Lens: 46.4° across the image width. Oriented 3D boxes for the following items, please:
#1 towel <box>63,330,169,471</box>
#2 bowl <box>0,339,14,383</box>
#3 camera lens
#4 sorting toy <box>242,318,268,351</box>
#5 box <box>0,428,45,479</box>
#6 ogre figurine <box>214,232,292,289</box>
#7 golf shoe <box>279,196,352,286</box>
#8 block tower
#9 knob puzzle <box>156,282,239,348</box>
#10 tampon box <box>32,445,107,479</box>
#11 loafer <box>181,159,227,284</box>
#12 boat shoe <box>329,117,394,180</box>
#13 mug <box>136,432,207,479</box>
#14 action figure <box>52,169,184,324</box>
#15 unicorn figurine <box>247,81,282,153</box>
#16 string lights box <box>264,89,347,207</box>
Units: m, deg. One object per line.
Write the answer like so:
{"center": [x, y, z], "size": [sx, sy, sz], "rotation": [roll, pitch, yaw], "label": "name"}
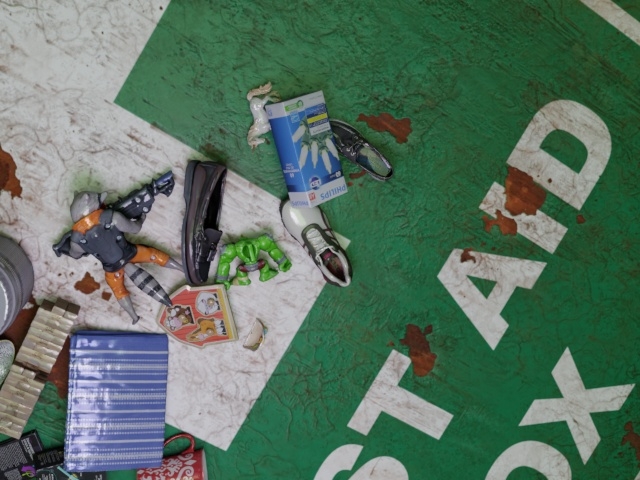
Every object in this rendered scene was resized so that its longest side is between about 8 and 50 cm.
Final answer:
{"center": [-0.502, 0.393, 1.842], "size": [0.243, 0.040, 0.336], "rotation": [4, 85, -24], "label": "towel"}
{"center": [-0.814, 0.295, 1.766], "size": [0.080, 0.170, 0.170], "rotation": [24, 95, 10], "label": "bowl"}
{"center": [-0.770, 0.106, 1.664], "size": [0.219, 0.274, 0.220], "rotation": [-2, 100, -11], "label": "camera lens"}
{"center": [-0.160, 0.254, 1.918], "size": [0.044, 0.075, 0.083], "rotation": [26, 95, -15], "label": "sorting toy"}
{"center": [-0.772, 0.555, 1.875], "size": [0.162, 0.029, 0.116], "rotation": [-18, 105, -6], "label": "box"}
{"center": [-0.174, 0.049, 1.869], "size": [0.196, 0.097, 0.118], "rotation": [-8, 114, 2], "label": "ogre figurine"}
{"center": [0.000, 0.000, 1.883], "size": [0.105, 0.120, 0.273], "rotation": [-37, 104, -1], "label": "golf shoe"}
{"center": [-0.696, 0.302, 1.811], "size": [0.090, 0.097, 0.336], "rotation": [26, 93, -15], "label": "block tower"}
{"center": [-0.318, 0.197, 1.870], "size": [0.213, 0.030, 0.213], "rotation": [0, 118, 0], "label": "knob puzzle"}
{"center": [-0.620, 0.582, 1.857], "size": [0.160, 0.101, 0.121], "rotation": [-9, 103, -24], "label": "tampon box"}
{"center": [-0.276, -0.043, 1.803], "size": [0.095, 0.109, 0.303], "rotation": [2, 92, 13], "label": "loafer"}
{"center": [0.096, -0.226, 1.880], "size": [0.228, 0.076, 0.080], "rotation": [40, 91, -16], "label": "boat shoe"}
{"center": [-0.383, 0.593, 1.937], "size": [0.169, 0.150, 0.113], "rotation": [-7, 138, -6], "label": "mug"}
{"center": [-0.445, -0.005, 1.766], "size": [0.341, 0.178, 0.330], "rotation": [-41, 115, 0], "label": "action figure"}
{"center": [-0.139, -0.298, 1.835], "size": [0.111, 0.060, 0.162], "rotation": [-17, 87, -7], "label": "unicorn figurine"}
{"center": [-0.033, -0.221, 1.822], "size": [0.133, 0.076, 0.260], "rotation": [-26, 107, -37], "label": "string lights box"}
